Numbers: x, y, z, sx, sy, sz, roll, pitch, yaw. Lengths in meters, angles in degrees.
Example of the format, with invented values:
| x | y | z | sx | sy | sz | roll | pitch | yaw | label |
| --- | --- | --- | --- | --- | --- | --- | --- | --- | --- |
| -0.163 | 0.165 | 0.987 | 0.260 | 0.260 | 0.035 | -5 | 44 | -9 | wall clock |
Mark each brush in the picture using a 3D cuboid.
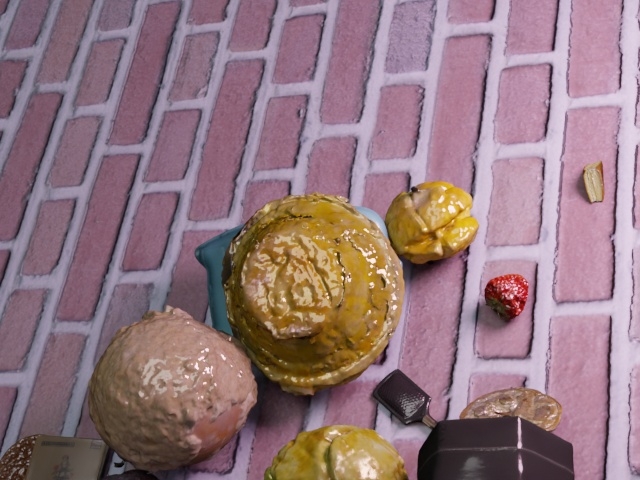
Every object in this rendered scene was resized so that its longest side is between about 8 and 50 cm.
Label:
| x | y | z | sx | sy | sz | roll | pitch | yaw | label |
| --- | --- | --- | --- | --- | --- | --- | --- | --- | --- |
| 0.161 | 0.277 | 1.882 | 0.063 | 0.016 | 0.193 | -45 | 52 | -7 | brush |

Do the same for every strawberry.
| x | y | z | sx | sy | sz | roll | pitch | yaw | label |
| --- | --- | --- | --- | --- | --- | --- | --- | --- | --- |
| 0.307 | 0.084 | 1.913 | 0.073 | 0.073 | 0.083 | 26 | 57 | 35 | strawberry |

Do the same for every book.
| x | y | z | sx | sy | sz | roll | pitch | yaw | label |
| --- | --- | --- | --- | --- | --- | --- | --- | --- | --- |
| -0.451 | 0.432 | 2.022 | 0.138 | 0.016 | 0.199 | 1 | 58 | 14 | book |

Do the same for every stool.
| x | y | z | sx | sy | sz | roll | pitch | yaw | label |
| --- | --- | --- | --- | --- | --- | --- | --- | --- | --- |
| 0.247 | 0.348 | 1.674 | 0.232 | 0.232 | 0.141 | -7 | 54 | 20 | stool |

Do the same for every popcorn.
| x | y | z | sx | sy | sz | roll | pitch | yaw | label |
| --- | --- | --- | --- | --- | --- | --- | --- | --- | --- |
| 0.190 | -0.029 | 1.991 | 0.167 | 0.152 | 0.148 | 6 | 61 | 43 | popcorn |
| 0.023 | 0.373 | 1.782 | 0.221 | 0.184 | 0.204 | -8 | 26 | 23 | popcorn |

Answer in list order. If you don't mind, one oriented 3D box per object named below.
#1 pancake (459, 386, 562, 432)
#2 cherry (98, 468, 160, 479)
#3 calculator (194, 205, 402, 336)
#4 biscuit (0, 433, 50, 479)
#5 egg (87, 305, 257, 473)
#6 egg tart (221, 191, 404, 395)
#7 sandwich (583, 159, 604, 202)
| x | y | z | sx | sy | sz | roll | pitch | yaw | label |
| --- | --- | --- | --- | --- | --- | --- | --- | --- | --- |
| 0.287 | 0.268 | 1.784 | 0.158 | 0.028 | 0.158 | -10 | 19 | 3 | pancake |
| -0.324 | 0.459 | 1.905 | 0.176 | 0.140 | 0.176 | -8 | 70 | 21 | cherry |
| -0.043 | 0.072 | 2.032 | 0.386 | 0.054 | 0.256 | -11 | 79 | 19 | calculator |
| -0.513 | 0.452 | 2.054 | 0.180 | 0.039 | 0.236 | 3 | 60 | 17 | biscuit |
| -0.248 | 0.246 | 1.921 | 0.310 | 0.279 | 0.279 | -5 | 53 | 52 | egg |
| -0.028 | 0.078 | 1.928 | 0.341 | 0.132 | 0.341 | -3 | 80 | 19 | egg tart |
| 0.460 | -0.108 | 1.983 | 0.031 | 0.044 | 0.083 | -13 | 52 | 22 | sandwich |
